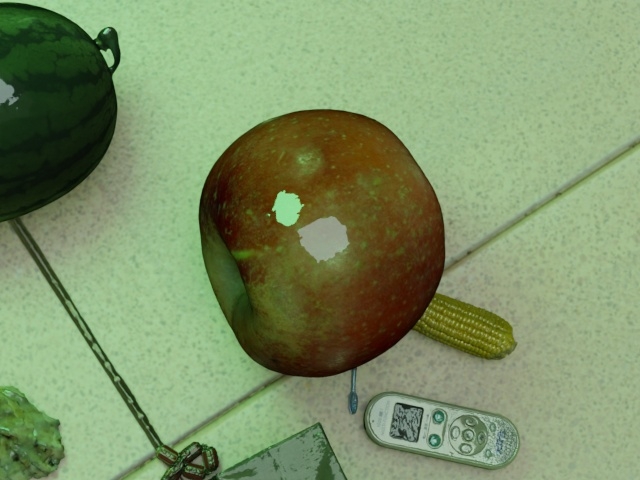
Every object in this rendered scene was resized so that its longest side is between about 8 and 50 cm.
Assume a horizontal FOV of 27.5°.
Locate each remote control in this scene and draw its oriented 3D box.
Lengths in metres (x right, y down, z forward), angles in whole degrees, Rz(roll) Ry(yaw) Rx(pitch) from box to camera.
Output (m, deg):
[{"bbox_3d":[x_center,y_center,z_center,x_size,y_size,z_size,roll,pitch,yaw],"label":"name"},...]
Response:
[{"bbox_3d":[0.166,0.263,1.807,0.221,0.042,0.078,12,78,-4],"label":"remote control"}]

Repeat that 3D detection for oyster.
[{"bbox_3d":[-0.434,0.242,1.712,0.209,0.072,0.133,44,79,0],"label":"oyster"}]

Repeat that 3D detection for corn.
[{"bbox_3d":[0.178,0.112,1.826,0.206,0.067,0.067,21,76,-4],"label":"corn"}]

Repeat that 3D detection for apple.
[{"bbox_3d":[0.000,0.000,1.686,0.277,0.348,0.348,-17,81,-21],"label":"apple"}]

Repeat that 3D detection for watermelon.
[{"bbox_3d":[-0.418,-0.167,1.691,0.359,0.279,0.279,-24,83,-16],"label":"watermelon"}]

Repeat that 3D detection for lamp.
[{"bbox_3d":[-0.177,0.301,1.756,0.083,0.031,0.063,-6,80,-14],"label":"lamp"}]

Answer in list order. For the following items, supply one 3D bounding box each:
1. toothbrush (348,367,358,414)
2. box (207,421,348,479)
[{"bbox_3d":[0.049,0.146,1.826,0.013,0.019,0.193,4,76,-7],"label":"toothbrush"},{"bbox_3d":[-0.045,0.336,1.663,0.155,0.231,0.149,-26,83,-13],"label":"box"}]
